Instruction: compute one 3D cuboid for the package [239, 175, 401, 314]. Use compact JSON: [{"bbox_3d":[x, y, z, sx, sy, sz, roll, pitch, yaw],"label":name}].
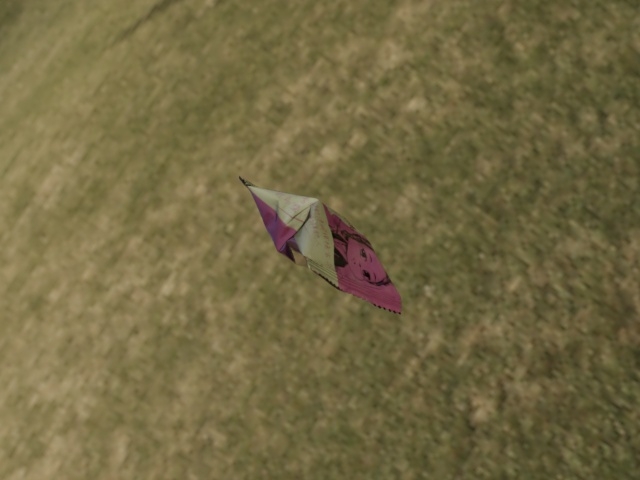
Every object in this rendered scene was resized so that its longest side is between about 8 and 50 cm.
[{"bbox_3d":[0.000,0.000,0.621,0.029,0.059,0.083,-54,39,13],"label":"package"}]
